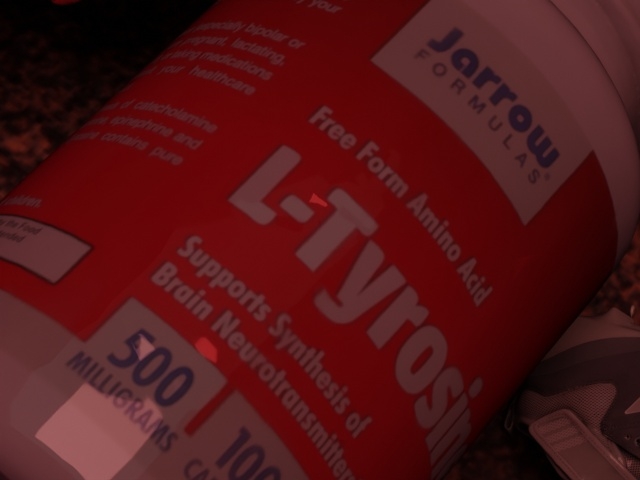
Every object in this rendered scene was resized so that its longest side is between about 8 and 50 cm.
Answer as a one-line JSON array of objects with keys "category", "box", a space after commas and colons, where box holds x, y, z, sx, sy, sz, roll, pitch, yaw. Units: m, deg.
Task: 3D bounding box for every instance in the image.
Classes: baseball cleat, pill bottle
[{"category": "baseball cleat", "box": [0.187, 0.092, 0.883, 0.206, 0.072, 0.109, 6, 64, 41]}, {"category": "pill bottle", "box": [0.000, 0.000, 0.838, 0.229, 0.229, 0.407, 39, 64, 9]}]

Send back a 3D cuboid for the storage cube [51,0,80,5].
[{"category": "storage cube", "box": [-0.051, -0.252, 0.893, 0.193, 0.184, 0.215, -38, 110, -53]}]
